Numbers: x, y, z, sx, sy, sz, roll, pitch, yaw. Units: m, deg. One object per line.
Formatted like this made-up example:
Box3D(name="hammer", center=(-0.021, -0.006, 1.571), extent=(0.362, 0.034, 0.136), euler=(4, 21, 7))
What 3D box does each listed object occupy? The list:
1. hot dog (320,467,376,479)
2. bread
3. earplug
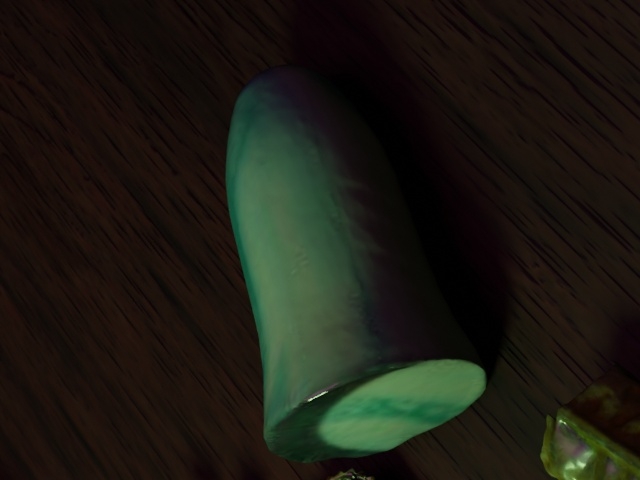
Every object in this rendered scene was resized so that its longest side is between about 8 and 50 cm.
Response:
Box3D(name="hot dog", center=(0.057, 0.320, 1.556), extent=(0.270, 0.082, 0.162), euler=(57, 130, 31))
Box3D(name="bread", center=(0.271, 0.189, 1.289), extent=(0.269, 0.098, 0.087), euler=(37, 159, 42))
Box3D(name="earplug", center=(0.000, 0.000, 1.537), extent=(0.185, 0.185, 0.324), euler=(-43, 56, 42))
